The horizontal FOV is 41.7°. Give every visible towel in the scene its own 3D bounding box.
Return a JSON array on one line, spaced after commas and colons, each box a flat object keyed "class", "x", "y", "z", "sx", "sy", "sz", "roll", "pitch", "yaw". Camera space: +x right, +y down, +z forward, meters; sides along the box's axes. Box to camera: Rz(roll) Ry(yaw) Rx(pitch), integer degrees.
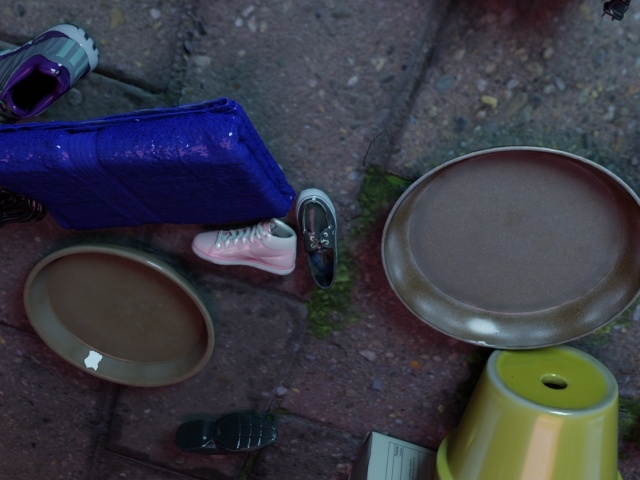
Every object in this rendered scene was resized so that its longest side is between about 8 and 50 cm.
[{"class": "towel", "x": -0.202, "y": -0.082, "z": 0.960, "sx": 0.308, "sy": 0.076, "sz": 0.227, "roll": -2, "pitch": 162, "yaw": 13}]

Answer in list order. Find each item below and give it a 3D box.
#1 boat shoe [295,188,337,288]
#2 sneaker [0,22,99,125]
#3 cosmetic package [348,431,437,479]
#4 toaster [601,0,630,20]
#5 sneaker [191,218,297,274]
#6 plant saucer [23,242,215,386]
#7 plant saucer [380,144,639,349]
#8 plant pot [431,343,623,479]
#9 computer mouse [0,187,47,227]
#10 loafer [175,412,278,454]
[{"class": "boat shoe", "x": 0.000, "y": 0.000, "z": 1.037, "sx": 0.049, "sy": 0.040, "sz": 0.142, "roll": -10, "pitch": 131, "yaw": 1}, {"class": "sneaker", "x": -0.353, "y": -0.165, "z": 0.937, "sx": 0.224, "sy": 0.098, "sz": 0.083, "roll": -23, "pitch": 122, "yaw": 28}, {"class": "cosmetic package", "x": 0.192, "y": 0.428, "z": 1.297, "sx": 0.296, "sy": 0.153, "sz": 0.129, "roll": 19, "pitch": 130, "yaw": -3}, {"class": "toaster", "x": 0.227, "y": -0.304, "z": 0.681, "sx": 0.147, "sy": 0.129, "sz": 0.227, "roll": 19, "pitch": 133, "yaw": 0}, {"class": "sneaker", "x": -0.092, "y": -0.003, "z": 1.054, "sx": 0.134, "sy": 0.051, "sz": 0.070, "roll": 12, "pitch": 130, "yaw": -3}, {"class": "plant saucer", "x": -0.281, "y": 0.105, "z": 1.192, "sx": 0.278, "sy": 0.041, "sz": 0.277, "roll": 6, "pitch": 130, "yaw": 7}, {"class": "plant saucer", "x": 0.229, "y": 0.007, "z": 0.996, "sx": 0.311, "sy": 0.050, "sz": 0.310, "roll": 6, "pitch": 132, "yaw": 7}, {"class": "plant pot", "x": 0.282, "y": 0.273, "z": 1.098, "sx": 0.254, "sy": 0.254, "sz": 0.239, "roll": 7, "pitch": 117, "yaw": 6}, {"class": "computer mouse", "x": -0.488, "y": -0.103, "z": 1.045, "sx": 0.189, "sy": 0.072, "sz": 0.272, "roll": -18, "pitch": 135, "yaw": 26}, {"class": "loafer", "x": -0.143, "y": 0.312, "z": 1.337, "sx": 0.170, "sy": 0.062, "sz": 0.061, "roll": -4, "pitch": 151, "yaw": 19}]
